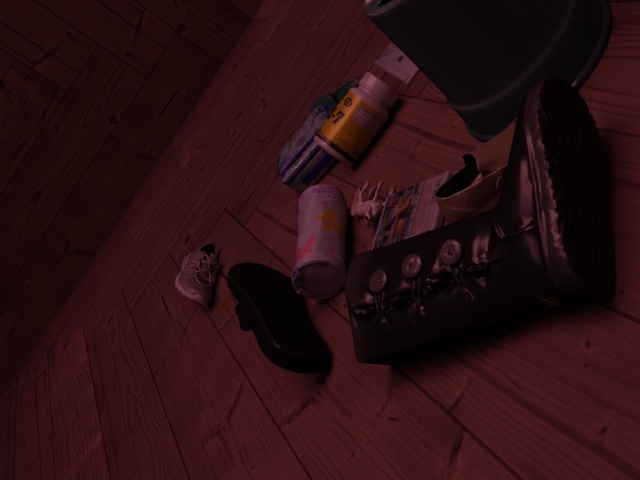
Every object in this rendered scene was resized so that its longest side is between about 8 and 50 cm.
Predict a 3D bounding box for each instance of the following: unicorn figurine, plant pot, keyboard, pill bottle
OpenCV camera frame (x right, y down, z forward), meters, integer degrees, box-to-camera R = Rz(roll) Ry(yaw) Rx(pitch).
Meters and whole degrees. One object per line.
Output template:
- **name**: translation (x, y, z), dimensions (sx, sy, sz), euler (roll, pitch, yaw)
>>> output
- **unicorn figurine**: translation (0.107, -0.076, 1.648), dimensions (0.111, 0.060, 0.162), euler (-62, 9, -11)
- **plant pot**: translation (0.281, -0.411, 1.395), dimensions (0.341, 0.334, 0.341), euler (-41, 30, 29)
- **keyboard**: translation (0.200, -0.456, 1.975), dimensions (0.072, 0.014, 0.256), euler (-47, 26, 8)
- **pill bottle**: translation (0.088, -0.290, 1.852), dimensions (0.208, 0.119, 0.119), euler (-53, 25, 7)

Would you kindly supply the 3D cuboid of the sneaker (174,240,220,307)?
- **sneaker**: translation (-0.341, 0.085, 2.196), dimensions (0.115, 0.105, 0.281), euler (-49, 25, 16)

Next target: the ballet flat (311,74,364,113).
- **ballet flat**: translation (0.059, -0.388, 2.101), dimensions (0.068, 0.072, 0.213), euler (-40, 12, -38)

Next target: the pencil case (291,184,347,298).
- **pencil case**: translation (0.000, 0.000, 1.676), dimensions (0.273, 0.114, 0.124), euler (-86, 18, -46)

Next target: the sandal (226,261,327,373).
- **sandal**: translation (-0.114, 0.168, 1.640), dimensions (0.445, 0.168, 0.107), euler (-121, 49, -63)

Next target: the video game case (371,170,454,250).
- **video game case**: translation (0.171, -0.025, 1.503), dimensions (0.183, 0.023, 0.201), euler (-21, 43, 51)

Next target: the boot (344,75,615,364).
- **boot**: translation (0.225, -0.015, 1.231), dimensions (0.445, 0.146, 0.367), euler (-31, 43, 48)

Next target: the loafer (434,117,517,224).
- **loafer**: translation (0.298, -0.131, 1.315), dimensions (0.268, 0.092, 0.102), euler (-52, 26, 11)

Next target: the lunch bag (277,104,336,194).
- **lunch bag**: translation (-0.019, -0.238, 2.021), dimensions (0.219, 0.090, 0.176), euler (-46, 30, 24)
